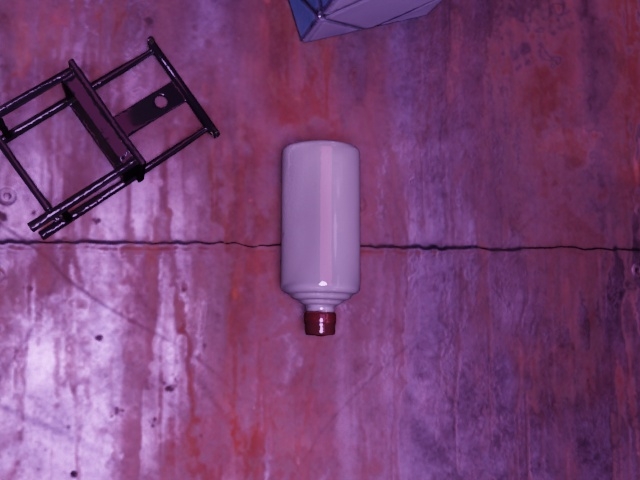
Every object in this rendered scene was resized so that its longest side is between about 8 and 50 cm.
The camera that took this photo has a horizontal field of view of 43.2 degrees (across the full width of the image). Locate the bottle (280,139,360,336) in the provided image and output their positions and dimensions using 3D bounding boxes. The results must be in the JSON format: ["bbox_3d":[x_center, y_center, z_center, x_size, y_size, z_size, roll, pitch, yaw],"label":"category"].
[{"bbox_3d":[0.000,0.000,1.039,0.104,0.104,0.245,2,84,-15],"label":"bottle"}]

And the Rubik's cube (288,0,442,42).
[{"bbox_3d":[0.063,-0.399,1.045,0.207,0.205,0.205,-18,89,-18],"label":"Rubik's cube"}]

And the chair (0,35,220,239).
[{"bbox_3d":[-0.261,-0.131,0.965,0.260,0.141,0.154,-36,95,-13],"label":"chair"}]
